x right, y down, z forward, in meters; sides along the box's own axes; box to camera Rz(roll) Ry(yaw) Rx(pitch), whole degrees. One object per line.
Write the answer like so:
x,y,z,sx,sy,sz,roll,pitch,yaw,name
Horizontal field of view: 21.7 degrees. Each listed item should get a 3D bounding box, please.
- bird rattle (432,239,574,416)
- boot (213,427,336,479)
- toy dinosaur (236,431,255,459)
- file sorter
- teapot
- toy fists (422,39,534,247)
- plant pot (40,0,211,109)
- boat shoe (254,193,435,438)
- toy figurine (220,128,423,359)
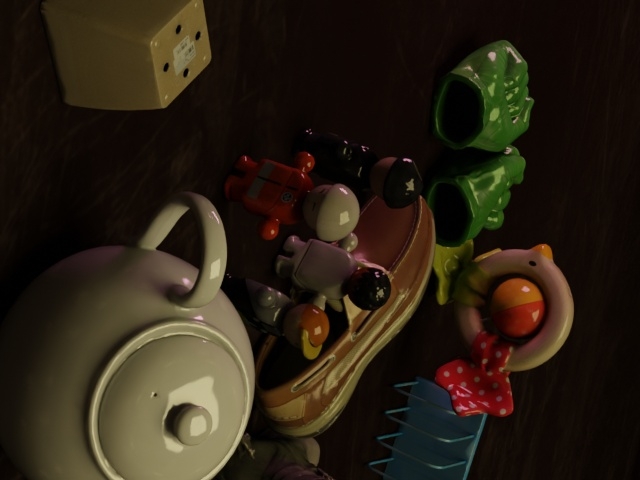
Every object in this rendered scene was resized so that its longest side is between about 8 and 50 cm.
0.237,0.106,2.236,0.143,0.207,0.253,29,46,-56,bird rattle
-0.018,0.280,1.931,0.246,0.161,0.083,15,95,-65,boot
-0.114,0.194,1.699,0.118,0.064,0.268,-27,142,-51,toy dinosaur
0.139,0.292,2.322,0.104,0.118,0.170,1,108,-60,file sorter
-0.148,0.125,1.421,0.252,0.187,0.256,-40,119,-20,teapot
0.211,-0.125,2.167,0.142,0.096,0.279,-41,142,-48,toy fists
-0.152,-0.170,1.380,0.109,0.096,0.109,-51,149,-35,plant pot
0.026,0.072,1.915,0.324,0.123,0.120,-61,149,-17,boat shoe
0.000,0.000,1.763,0.213,0.148,0.209,-26,131,-57,toy figurine
